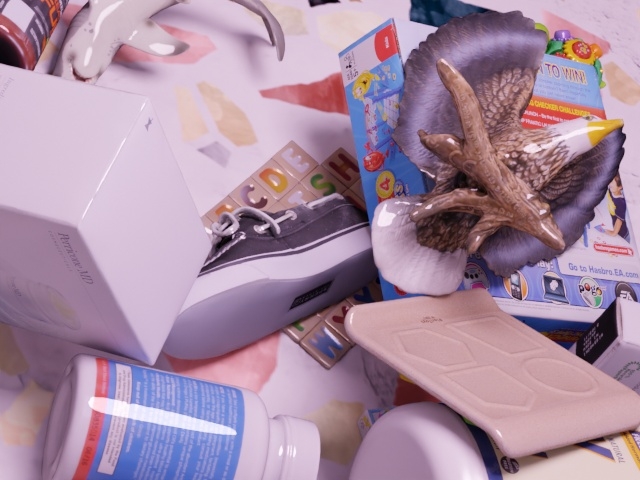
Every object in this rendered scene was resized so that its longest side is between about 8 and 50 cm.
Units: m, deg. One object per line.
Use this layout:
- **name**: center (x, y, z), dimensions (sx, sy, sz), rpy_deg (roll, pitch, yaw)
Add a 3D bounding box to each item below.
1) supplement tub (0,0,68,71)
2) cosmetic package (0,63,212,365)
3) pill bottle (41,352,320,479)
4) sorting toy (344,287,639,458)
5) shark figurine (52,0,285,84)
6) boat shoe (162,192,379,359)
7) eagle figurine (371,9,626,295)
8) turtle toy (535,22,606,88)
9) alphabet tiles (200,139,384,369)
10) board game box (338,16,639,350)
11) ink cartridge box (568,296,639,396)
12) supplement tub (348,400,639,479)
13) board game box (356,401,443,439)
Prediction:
- **supplement tub**: center (-0.306, -0.244, 1.734), dimensions (0.106, 0.106, 0.198), rpy_deg (25, 49, -8)
- **cosmetic package**: center (-0.237, -0.027, 1.460), dimensions (0.224, 0.224, 0.138), rpy_deg (13, 61, 20)
- **pill bottle**: center (-0.118, 0.178, 1.498), dimensions (0.221, 0.124, 0.124), rpy_deg (14, 51, -16)
- **sorting toy**: center (0.148, 0.114, 1.493), dimensions (0.193, 0.038, 0.208), rpy_deg (-6, 33, -43)
- **shark figurine**: center (-0.170, -0.242, 1.814), dimensions (0.278, 0.116, 0.166), rpy_deg (-16, 98, -27)
- **boat shoe**: center (-0.058, 0.019, 1.648), dimensions (0.306, 0.113, 0.105), rpy_deg (-23, 62, -40)
- **eagle figurine**: center (0.175, -0.076, 1.603), dimensions (0.225, 0.226, 0.298), rpy_deg (10, 17, 5)
- **turtle toy**: center (0.277, -0.210, 2.031), dimensions (0.130, 0.066, 0.095), rpy_deg (24, 48, -9)
- **alphabet tiles**: center (0.000, 0.000, 1.771), dimensions (0.198, 0.009, 0.237), rpy_deg (41, 48, 7)
- **board game box**: center (0.180, -0.049, 1.757), dimensions (0.308, 0.086, 0.302), rpy_deg (8, 64, -40)
- **ink cartridge box**: center (0.415, 0.170, 1.739), dimensions (0.371, 0.176, 0.069), rpy_deg (18, 49, -14)
- **supplement tub**: center (0.205, 0.264, 1.523), dimensions (0.324, 0.235, 0.235), rpy_deg (5, 54, -24)
- **board game box**: center (0.121, 0.205, 1.664), dimensions (0.154, 0.026, 0.103), rpy_deg (-2, 57, -28)
